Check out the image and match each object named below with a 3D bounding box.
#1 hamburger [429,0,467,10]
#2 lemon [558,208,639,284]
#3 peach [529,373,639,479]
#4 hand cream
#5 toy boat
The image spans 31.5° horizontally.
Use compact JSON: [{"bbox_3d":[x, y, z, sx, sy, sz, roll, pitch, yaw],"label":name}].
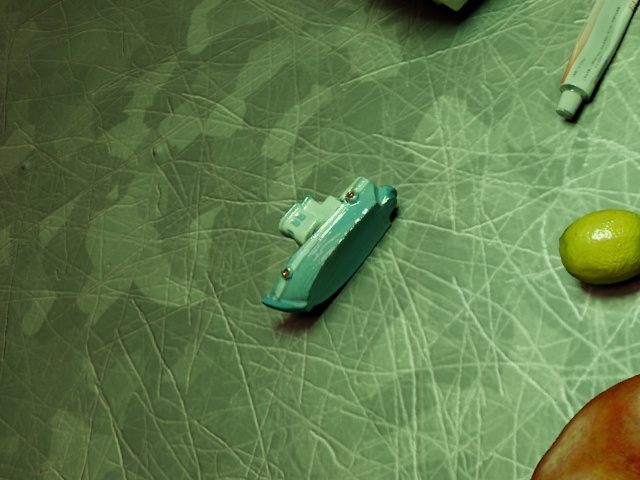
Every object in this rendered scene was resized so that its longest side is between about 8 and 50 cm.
[{"bbox_3d":[0.108,-0.422,1.514,0.295,0.227,0.151,44,116,38],"label":"hamburger"},{"bbox_3d":[0.314,0.006,1.229,0.111,0.082,0.082,-10,60,25],"label":"lemon"},{"bbox_3d":[0.331,0.252,0.931,0.308,0.308,0.332,-53,20,-2],"label":"peach"},{"bbox_3d":[0.336,-0.242,1.385,0.052,0.038,0.216,25,73,12],"label":"hand cream"},{"bbox_3d":[0.000,0.000,1.431,0.102,0.088,0.215,35,85,31],"label":"toy boat"}]
